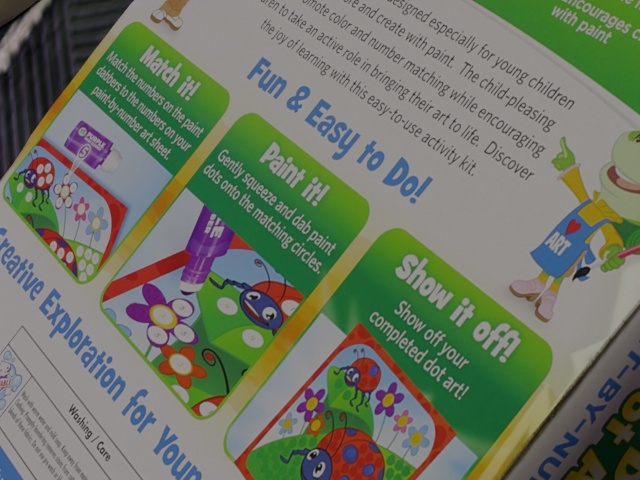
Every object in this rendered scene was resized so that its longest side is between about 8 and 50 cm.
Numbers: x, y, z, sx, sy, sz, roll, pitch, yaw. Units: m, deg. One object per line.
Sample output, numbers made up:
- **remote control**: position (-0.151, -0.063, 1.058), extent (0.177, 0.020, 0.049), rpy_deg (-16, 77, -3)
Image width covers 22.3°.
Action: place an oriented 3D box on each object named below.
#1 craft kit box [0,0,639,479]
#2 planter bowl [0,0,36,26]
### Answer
- **craft kit box**: position (0.000, 0.000, 0.462), extent (0.247, 0.061, 0.250), rpy_deg (-54, 42, 5)
- **planter bowl**: position (-0.168, -0.179, 0.688), extent (0.162, 0.109, 0.162), rpy_deg (-23, 51, 31)
